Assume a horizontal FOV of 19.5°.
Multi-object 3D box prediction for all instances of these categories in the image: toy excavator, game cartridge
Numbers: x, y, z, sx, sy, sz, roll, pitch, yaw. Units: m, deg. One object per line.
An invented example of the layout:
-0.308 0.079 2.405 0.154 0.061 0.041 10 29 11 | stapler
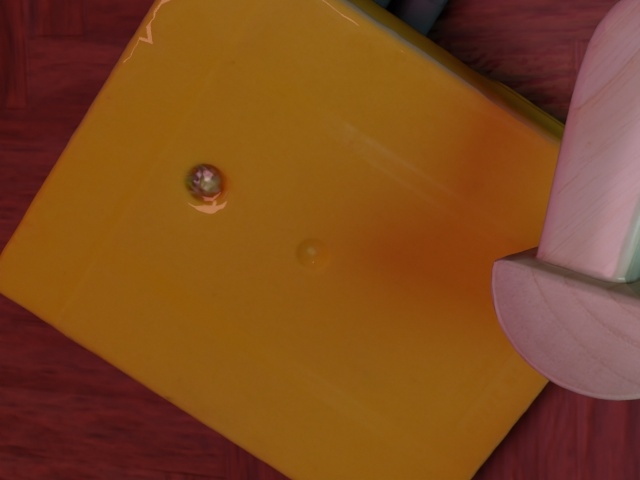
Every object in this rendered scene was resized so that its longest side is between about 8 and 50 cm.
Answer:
0.269 -0.159 0.934 0.445 0.222 0.433 -12 92 33 | toy excavator
0.000 0.000 1.131 0.324 0.052 0.285 33 113 -5 | game cartridge

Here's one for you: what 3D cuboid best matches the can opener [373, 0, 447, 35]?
0.036 -0.159 1.137 0.280 0.074 0.093 -61 37 20 | can opener
